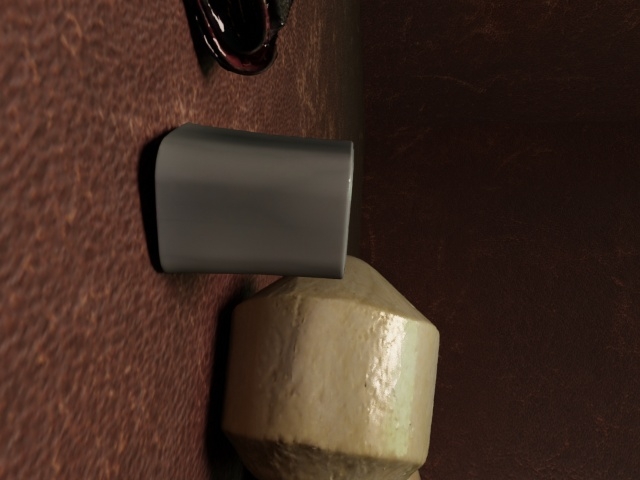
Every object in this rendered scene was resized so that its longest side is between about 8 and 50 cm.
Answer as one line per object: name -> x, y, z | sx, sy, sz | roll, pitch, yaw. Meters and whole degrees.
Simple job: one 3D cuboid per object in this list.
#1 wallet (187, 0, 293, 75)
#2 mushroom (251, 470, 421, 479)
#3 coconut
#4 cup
wallet -> -0.068, -0.297, 0.452 | 0.221, 0.071, 0.262 | -80, 161, -49
mushroom -> 0.008, 0.291, 0.648 | 0.204, 0.204, 0.204 | 0, 90, -83
coconut -> 0.009, 0.119, 0.535 | 0.202, 0.202, 0.221 | 68, 28, -71
cup -> -0.043, -0.032, 0.408 | 0.128, 0.130, 0.095 | -80, 175, -69
